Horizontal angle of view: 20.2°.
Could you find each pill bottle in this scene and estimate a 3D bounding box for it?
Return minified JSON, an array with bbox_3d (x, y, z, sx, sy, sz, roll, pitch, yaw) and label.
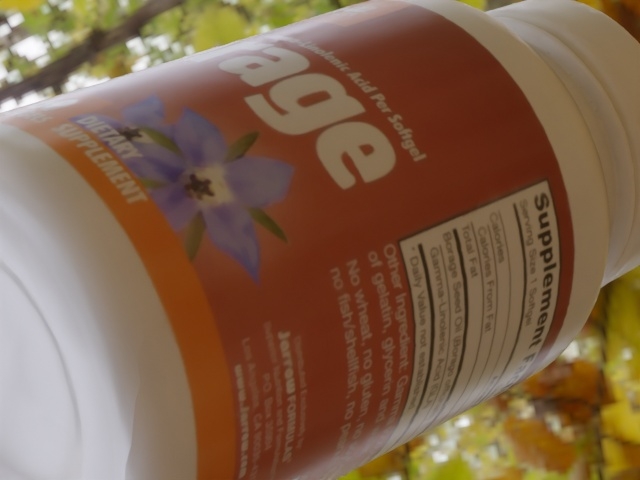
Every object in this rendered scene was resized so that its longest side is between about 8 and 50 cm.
[{"bbox_3d":[0.000,0.000,0.497,0.216,0.121,0.121,-23,-86,-38],"label":"pill bottle"}]
